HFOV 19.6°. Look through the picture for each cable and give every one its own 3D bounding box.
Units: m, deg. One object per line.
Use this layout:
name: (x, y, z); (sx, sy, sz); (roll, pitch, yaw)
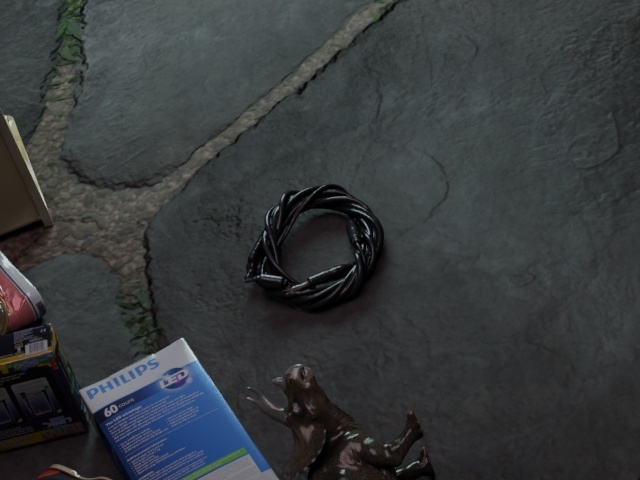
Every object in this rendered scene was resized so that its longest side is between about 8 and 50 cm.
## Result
cable: (0.000, 0.000, 2.193); (0.150, 0.047, 0.184); (10, 49, 24)

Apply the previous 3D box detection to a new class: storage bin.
storage bin: (-0.462, -0.166, 2.336); (0.123, 0.262, 0.260); (-23, 44, -5)

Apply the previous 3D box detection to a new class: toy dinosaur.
toy dinosaur: (0.048, 0.271, 1.878); (0.160, 0.121, 0.313); (-19, 62, -1)

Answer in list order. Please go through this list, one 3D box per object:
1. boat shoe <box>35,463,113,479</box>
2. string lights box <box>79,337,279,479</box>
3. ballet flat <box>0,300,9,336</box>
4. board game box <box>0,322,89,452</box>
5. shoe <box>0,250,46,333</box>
boat shoe: (-0.253, 0.276, 1.984); (0.137, 0.049, 0.043); (13, 38, 34)
string lights box: (-0.144, 0.232, 1.980); (0.133, 0.077, 0.260); (-27, 45, -12)
ballet flat: (-0.511, 0.137, 2.144); (0.342, 0.124, 0.116); (-10, 50, 5)
board game box: (-0.356, 0.172, 2.053); (0.170, 0.141, 0.048); (-14, 45, 2)
shoe: (-0.411, 0.054, 2.241); (0.081, 0.063, 0.178); (-32, 50, -24)
